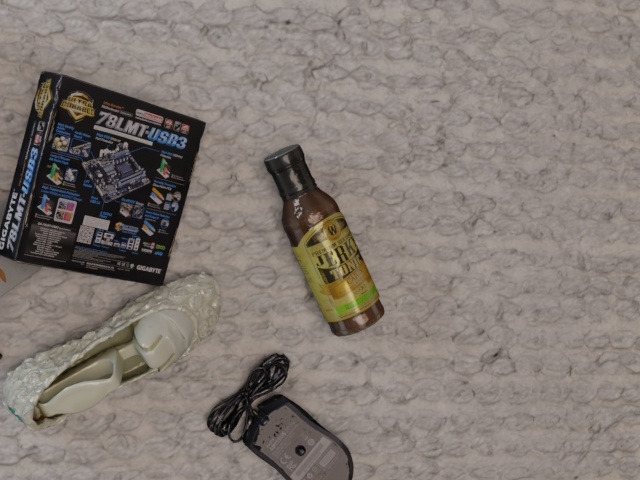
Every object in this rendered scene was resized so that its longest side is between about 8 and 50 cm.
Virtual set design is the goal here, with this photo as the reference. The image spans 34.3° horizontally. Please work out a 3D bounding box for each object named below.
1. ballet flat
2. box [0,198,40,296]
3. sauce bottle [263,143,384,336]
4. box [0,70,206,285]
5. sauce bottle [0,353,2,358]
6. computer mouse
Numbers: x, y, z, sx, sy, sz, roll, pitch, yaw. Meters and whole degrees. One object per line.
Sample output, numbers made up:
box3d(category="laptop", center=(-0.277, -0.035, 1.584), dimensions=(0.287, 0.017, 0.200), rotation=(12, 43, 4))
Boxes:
box3d(category="ballet flat", center=(-0.329, 0.201, 1.736), dimensions=(0.409, 0.147, 0.147), rotation=(-30, 103, -12))
box3d(category="box", center=(-0.536, 0.025, 1.628), dimensions=(0.091, 0.170, 0.130), rotation=(-19, 101, 14))
box3d(category="sauce bottle", center=(0.000, 0.000, 1.828), dimensions=(0.111, 0.111, 0.344), rotation=(-29, 103, -12))
box3d(category="box", center=(-0.346, -0.090, 1.671), dimensions=(0.295, 0.073, 0.293), rotation=(13, 90, -47))
box3d(category="sauce bottle", center=(-0.579, 0.158, 1.705), dimensions=(0.042, 0.042, 0.128), rotation=(-46, 104, -8))
box3d(category="computer mouse", center=(-0.053, 0.350, 1.873), dimensions=(0.272, 0.072, 0.188), rotation=(45, 84, -3))
